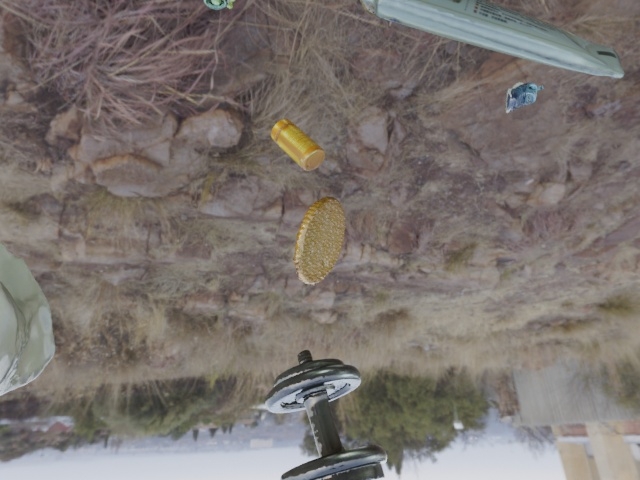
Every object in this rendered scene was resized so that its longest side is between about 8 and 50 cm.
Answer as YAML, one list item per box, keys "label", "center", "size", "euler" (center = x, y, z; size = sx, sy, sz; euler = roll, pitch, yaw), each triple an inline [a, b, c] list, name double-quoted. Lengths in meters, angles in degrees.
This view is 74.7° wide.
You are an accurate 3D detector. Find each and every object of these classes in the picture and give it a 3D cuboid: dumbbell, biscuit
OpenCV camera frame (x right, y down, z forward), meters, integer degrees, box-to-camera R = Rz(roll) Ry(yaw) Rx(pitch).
- label: "dumbbell"
  center: [0.005, 0.339, 0.762]
  size: [0.192, 0.289, 0.192]
  euler: [-13, 147, -9]
- label: "biscuit"
  center: [0.000, 0.000, 1.145]
  size: [0.035, 0.253, 0.254]
  euler: [16, 164, 27]

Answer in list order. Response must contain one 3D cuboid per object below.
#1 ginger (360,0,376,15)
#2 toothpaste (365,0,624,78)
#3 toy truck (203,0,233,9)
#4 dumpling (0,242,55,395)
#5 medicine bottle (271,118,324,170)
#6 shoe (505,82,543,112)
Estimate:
- label: "ginger"
  center: [0.068, -0.421, 0.648]
  size: [0.105, 0.080, 0.204]
  euler: [-1, 178, 21]
- label: "toothpaste"
  center: [0.138, -0.194, 0.370]
  size: [0.256, 0.067, 0.037]
  euler: [17, 138, 1]
- label: "toy truck"
  center: [-0.230, -0.537, 0.736]
  size: [0.135, 0.128, 0.260]
  euler: [-7, 174, 38]
- label: "dumpling"
  center: [-0.306, 0.054, 0.324]
  size: [0.126, 0.166, 0.216]
  euler: [-16, 158, 37]
- label: "medicine bottle"
  center: [-0.080, -0.332, 1.460]
  size: [0.096, 0.192, 0.096]
  euler: [-35, 154, -20]
- label: "shoe"
  center: [0.526, -0.374, 1.096]
  size: [0.071, 0.143, 0.063]
  euler: [13, 126, 39]
